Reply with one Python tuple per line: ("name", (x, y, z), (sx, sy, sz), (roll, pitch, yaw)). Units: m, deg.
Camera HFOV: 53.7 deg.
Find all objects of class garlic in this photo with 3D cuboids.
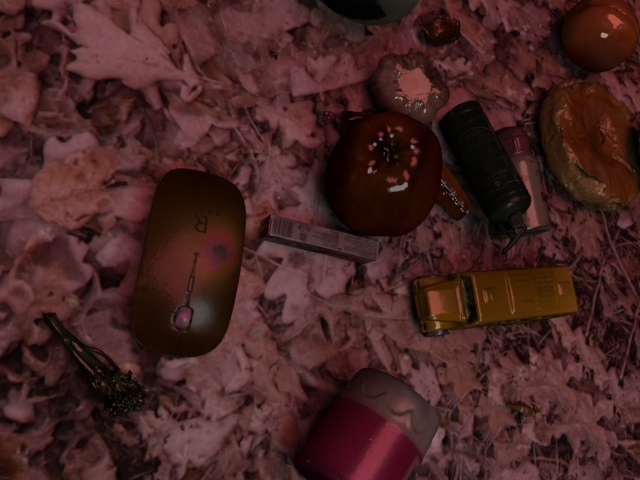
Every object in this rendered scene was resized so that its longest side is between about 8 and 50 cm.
("garlic", (0.177, -0.301, 1.269), (0.159, 0.102, 0.147), (22, 83, -8))

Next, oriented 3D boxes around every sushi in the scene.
("sushi", (0.261, -0.460, 1.372), (0.118, 0.061, 0.060), (-11, 74, -48))

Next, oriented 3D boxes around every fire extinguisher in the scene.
("fire extinguisher", (0.337, -0.129, 1.269), (0.114, 0.095, 0.311), (-28, 69, 10))

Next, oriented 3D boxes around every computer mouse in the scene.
("computer mouse", (-0.210, 0.031, 1.021), (0.158, 0.072, 0.310), (14, 74, -21))

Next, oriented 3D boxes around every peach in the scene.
("peach", (0.667, -0.500, 1.516), (0.184, 0.184, 0.184), (6, 76, -25))

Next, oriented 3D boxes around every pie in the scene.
("pie", (0.644, -0.228, 1.488), (0.339, 0.083, 0.339), (8, 75, -29))

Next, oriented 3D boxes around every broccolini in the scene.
("broccolini", (-0.333, 0.175, 0.934), (0.058, 0.074, 0.201), (-35, 93, -11))

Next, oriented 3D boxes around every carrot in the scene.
("carrot", (0.222, -0.140, 1.274), (0.225, 0.067, 0.067), (50, 63, -11))

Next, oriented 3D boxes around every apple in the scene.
("apple", (0.113, -0.116, 1.131), (0.234, 0.234, 0.234), (6, 76, -25))

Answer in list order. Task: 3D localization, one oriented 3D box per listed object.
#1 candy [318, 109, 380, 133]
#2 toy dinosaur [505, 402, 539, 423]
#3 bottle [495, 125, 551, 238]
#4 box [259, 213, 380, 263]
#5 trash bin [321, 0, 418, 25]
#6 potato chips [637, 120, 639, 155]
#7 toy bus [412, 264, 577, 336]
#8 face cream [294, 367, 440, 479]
("candy", (0.081, -0.227, 1.224), (0.175, 0.043, 0.045), (3, 36, -6))
("toy dinosaur", (0.410, 0.350, 1.280), (0.113, 0.026, 0.041), (13, 67, -33))
("bottle", (0.415, -0.126, 1.341), (0.110, 0.110, 0.233), (-5, 81, -27))
("box", (0.000, 0.000, 1.139), (0.218, 0.055, 0.039), (14, 74, -23))
("trash bin", (0.140, -0.627, 1.226), (0.280, 0.280, 0.432), (42, 61, -13))
("potato chips", (0.806, -0.191, 1.541), (0.220, 0.029, 0.202), (-4, 85, -55))
("toy bus", (0.346, 0.113, 1.247), (0.335, 0.123, 0.121), (-2, 80, -27))
("face cream", (0.079, 0.335, 1.037), (0.175, 0.175, 0.195), (45, 63, -11))
